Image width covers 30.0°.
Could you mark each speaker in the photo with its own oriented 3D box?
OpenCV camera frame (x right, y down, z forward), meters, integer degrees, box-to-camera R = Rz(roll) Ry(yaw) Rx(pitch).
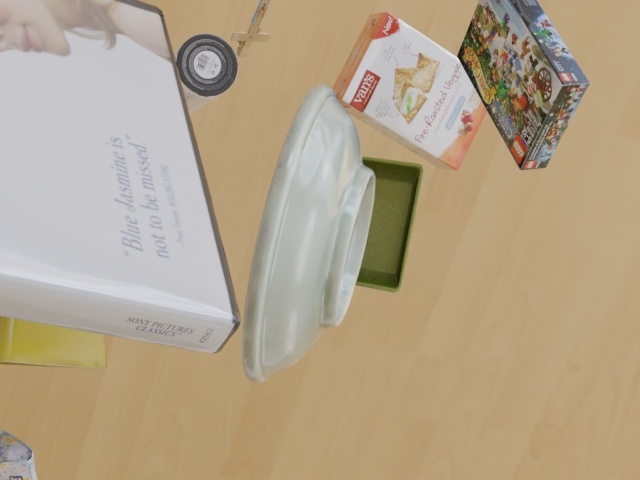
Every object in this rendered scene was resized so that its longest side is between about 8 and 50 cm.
[{"bbox_3d":[-0.117,-0.142,1.059,0.055,0.136,0.055,1,86,-19],"label":"speaker"}]

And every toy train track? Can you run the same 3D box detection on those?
[{"bbox_3d":[-0.067,-0.224,1.208,0.048,0.014,0.083,-5,135,-42],"label":"toy train track"}]

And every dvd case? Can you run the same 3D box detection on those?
[{"bbox_3d":[-0.154,-0.056,0.398,0.253,0.180,0.022,14,131,-32],"label":"dvd case"}]

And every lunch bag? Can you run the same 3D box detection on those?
[{"bbox_3d":[-0.443,0.326,1.726,0.083,0.053,0.071,23,132,28],"label":"lunch bag"}]

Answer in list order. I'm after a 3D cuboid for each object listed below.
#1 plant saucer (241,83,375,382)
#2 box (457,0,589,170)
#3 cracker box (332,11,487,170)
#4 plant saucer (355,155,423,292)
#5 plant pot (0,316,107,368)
[{"bbox_3d":[0.000,0.000,1.563,0.100,0.400,0.400,13,116,8],"label":"plant saucer"},{"bbox_3d":[0.271,-0.234,1.631,0.044,0.233,0.159,-6,142,-22],"label":"box"},{"bbox_3d":[0.146,-0.231,1.863,0.232,0.067,0.155,28,85,-22],"label":"cracker box"},{"bbox_3d":[0.057,-0.028,1.758,0.188,0.045,0.188,10,88,27],"label":"plant saucer"},{"bbox_3d":[-0.434,0.078,1.655,0.212,0.212,0.187,-1,82,28],"label":"plant pot"}]
